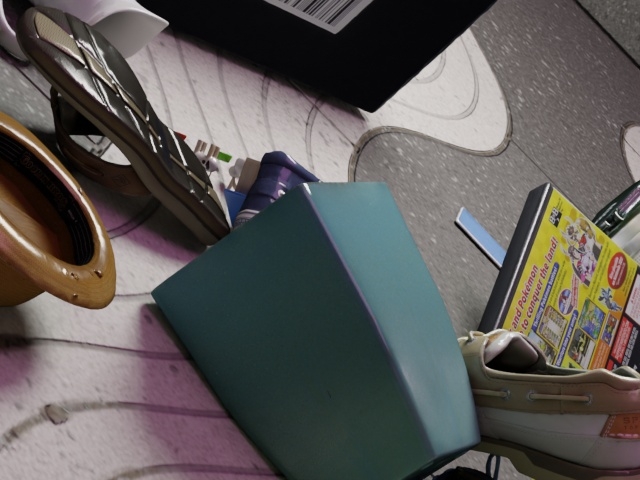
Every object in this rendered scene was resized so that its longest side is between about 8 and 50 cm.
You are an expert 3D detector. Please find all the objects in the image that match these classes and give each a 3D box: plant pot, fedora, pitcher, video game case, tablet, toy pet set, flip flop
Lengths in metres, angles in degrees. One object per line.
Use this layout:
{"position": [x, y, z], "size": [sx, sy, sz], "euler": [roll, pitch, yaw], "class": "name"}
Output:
{"position": [0.015, 0.095, 1.557], "size": [0.234, 0.165, 0.165], "euler": [60, 23, 11], "class": "plant pot"}
{"position": [-0.231, -0.012, 1.370], "size": [0.194, 0.079, 0.194], "euler": [46, 18, -20], "class": "fedora"}
{"position": [-0.251, -0.260, 1.727], "size": [0.177, 0.125, 0.207], "euler": [-17, 77, -50], "class": "pitcher"}
{"position": [0.280, 0.113, 2.033], "size": [0.248, 0.035, 0.275], "euler": [40, 50, -19], "class": "video game case"}
{"position": [0.191, -0.002, 2.257], "size": [0.083, 0.006, 0.054], "euler": [47, 21, -5], "class": "tablet"}
{"position": [-0.077, -0.045, 1.781], "size": [0.114, 0.065, 0.122], "euler": [19, -1, 36], "class": "toy pet set"}
{"position": [-0.173, -0.083, 1.620], "size": [0.277, 0.080, 0.112], "euler": [50, 17, -41], "class": "flip flop"}

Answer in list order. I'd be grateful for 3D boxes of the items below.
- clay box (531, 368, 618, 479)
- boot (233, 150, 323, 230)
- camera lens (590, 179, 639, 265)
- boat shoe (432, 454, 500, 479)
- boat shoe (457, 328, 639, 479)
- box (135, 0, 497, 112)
{"position": [0.283, 0.236, 1.888], "size": [0.127, 0.053, 0.222], "euler": [53, 33, -8], "class": "clay box"}
{"position": [0.000, 0.000, 1.734], "size": [0.190, 0.069, 0.086], "euler": [43, 59, -43], "class": "boot"}
{"position": [0.422, 0.074, 2.273], "size": [0.274, 0.219, 0.219], "euler": [48, 21, 0], "class": "camera lens"}
{"position": [0.126, 0.238, 1.601], "size": [0.109, 0.089, 0.258], "euler": [52, 20, 10], "class": "boat shoe"}
{"position": [0.150, 0.126, 1.626], "size": [0.302, 0.103, 0.113], "euler": [15, 13, 36], "class": "boat shoe"}
{"position": [-0.077, -0.451, 2.124], "size": [0.480, 0.297, 0.472], "euler": [19, 37, -51], "class": "box"}
